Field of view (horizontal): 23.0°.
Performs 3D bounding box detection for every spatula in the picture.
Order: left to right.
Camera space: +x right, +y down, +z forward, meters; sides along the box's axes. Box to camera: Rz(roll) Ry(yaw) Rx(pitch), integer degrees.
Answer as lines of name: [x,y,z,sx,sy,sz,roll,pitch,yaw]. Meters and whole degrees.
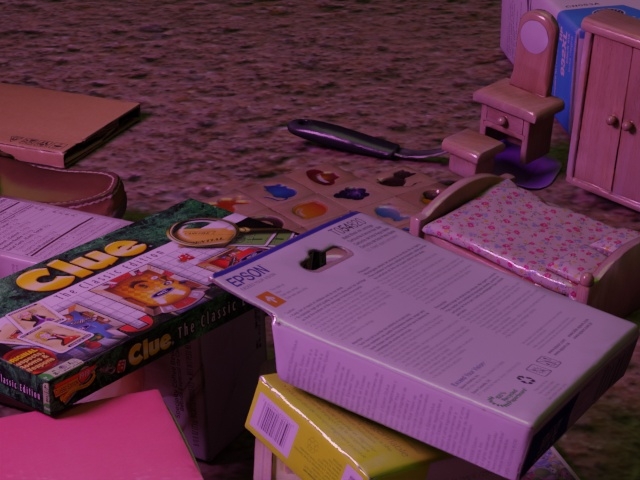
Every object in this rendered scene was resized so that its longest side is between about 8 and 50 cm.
spatula: [0.102,-0.097,1.654,0.296,0.030,0.084,9,30,20]

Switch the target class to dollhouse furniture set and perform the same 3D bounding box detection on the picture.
dollhouse furniture set: [0.181,-0.077,1.412,0.303,0.174,0.355,26,36,36]

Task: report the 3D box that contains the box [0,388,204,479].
box: [-0.185,0.195,0.915,0.232,0.149,0.127,-10,26,-17]

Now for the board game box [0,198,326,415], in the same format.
board game box: [-0.129,0.036,1.056,0.136,0.030,0.259,15,28,36]

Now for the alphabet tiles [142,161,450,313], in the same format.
alphabet tiles: [0.000,0.000,1.480,0.342,0.011,0.285,-19,30,-32]

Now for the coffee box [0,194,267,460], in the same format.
coffee box: [-0.170,0.062,1.208,0.246,0.141,0.098,11,28,26]

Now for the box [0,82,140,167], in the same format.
box: [-0.327,-0.132,1.762,0.201,0.021,0.164,10,27,23]

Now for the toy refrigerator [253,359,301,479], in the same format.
toy refrigerator: [0.008,0.174,1.014,0.102,0.094,0.269,-1,26,1]

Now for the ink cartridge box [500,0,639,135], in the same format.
ink cartridge box: [0.353,-0.238,1.823,0.223,0.129,0.307,-5,25,-7]

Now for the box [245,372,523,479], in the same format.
box: [0.054,0.117,0.989,0.178,0.042,0.109,-6,34,-43]

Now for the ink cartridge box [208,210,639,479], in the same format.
ink cartridge box: [0.069,0.059,1.015,0.224,0.045,0.223,24,22,21]

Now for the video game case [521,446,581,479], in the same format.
video game case: [0.136,0.170,1.113,0.087,0.011,0.122,-9,26,-15]

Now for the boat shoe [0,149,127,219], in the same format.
boat shoe: [-0.345,-0.047,1.473,0.324,0.116,0.123,-3,25,-2]
